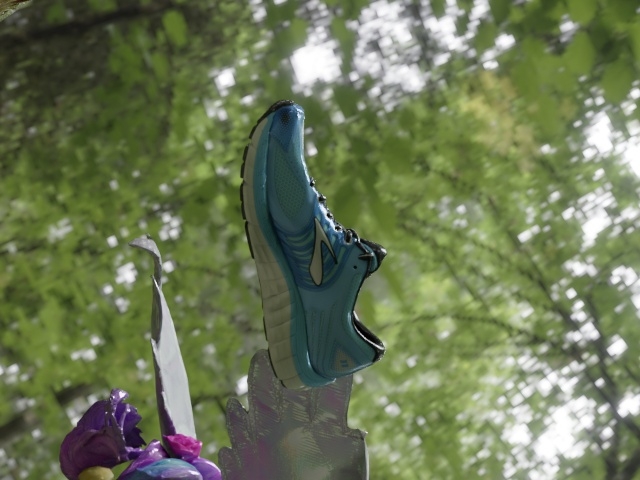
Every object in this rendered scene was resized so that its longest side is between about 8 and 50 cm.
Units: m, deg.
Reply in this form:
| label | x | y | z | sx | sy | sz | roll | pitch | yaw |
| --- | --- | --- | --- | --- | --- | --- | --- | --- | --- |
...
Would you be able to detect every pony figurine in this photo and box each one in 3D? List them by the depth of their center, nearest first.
| label | x | y | z | sx | sy | sz | roll | pitch | yaw |
| --- | --- | --- | --- | --- | --- | --- | --- | --- | --- |
| pony figurine | -0.108 | 0.211 | 1.139 | 0.303 | 0.363 | 0.351 | 35 | -39 | 53 |

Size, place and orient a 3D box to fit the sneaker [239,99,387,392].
| label | x | y | z | sx | sy | sz | roll | pitch | yaw |
| --- | --- | --- | --- | --- | --- | --- | --- | --- | --- |
| sneaker | 0.000 | 0.000 | 0.878 | 0.073 | 0.063 | 0.162 | -9 | -80 | 8 |

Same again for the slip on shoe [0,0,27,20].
| label | x | y | z | sx | sy | sz | roll | pitch | yaw |
| --- | --- | --- | --- | --- | --- | --- | --- | --- | --- |
| slip on shoe | -0.176 | -0.169 | 0.783 | 0.331 | 0.101 | 0.123 | -17 | -83 | 61 |
